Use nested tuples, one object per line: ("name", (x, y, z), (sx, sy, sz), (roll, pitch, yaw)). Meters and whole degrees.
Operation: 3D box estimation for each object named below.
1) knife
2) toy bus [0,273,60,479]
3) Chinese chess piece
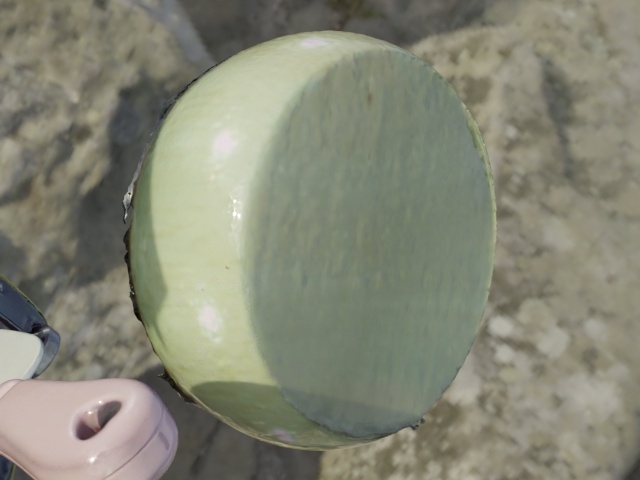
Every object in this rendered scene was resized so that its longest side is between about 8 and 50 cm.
("knife", (-0.188, 0.080, 0.856), (0.081, 0.336, 0.043), (-45, 123, -25))
("toy bus", (-0.352, 0.166, 1.352), (0.145, 0.151, 0.331), (42, 31, -29))
("Chinese chess piece", (0.000, 0.000, 1.263), (0.146, 0.349, 0.349), (5, 17, 42))
